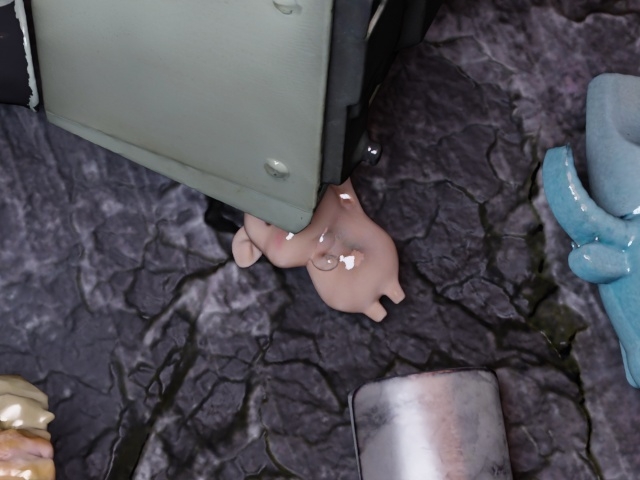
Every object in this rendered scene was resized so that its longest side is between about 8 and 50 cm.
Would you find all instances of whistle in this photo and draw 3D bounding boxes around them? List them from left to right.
[{"bbox_3d":[0.251,0.002,1.376,0.186,0.093,0.274,1,70,-29],"label":"whistle"}]

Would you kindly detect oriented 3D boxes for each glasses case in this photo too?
[{"bbox_3d":[0.094,0.244,1.314,0.114,0.060,0.299,-9,75,2],"label":"glasses case"}]

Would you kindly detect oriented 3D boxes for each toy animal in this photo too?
[{"bbox_3d":[0.000,0.002,1.376,0.150,0.089,0.083,41,56,12],"label":"toy animal"}]

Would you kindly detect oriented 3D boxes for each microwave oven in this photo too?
[{"bbox_3d":[-0.008,-0.257,1.291,0.247,0.333,0.394,22,60,8],"label":"microwave oven"}]

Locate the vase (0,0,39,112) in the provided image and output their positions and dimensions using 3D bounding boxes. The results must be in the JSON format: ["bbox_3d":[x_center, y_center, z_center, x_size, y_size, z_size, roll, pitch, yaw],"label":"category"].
[{"bbox_3d":[-0.396,-0.125,1.357,0.360,0.165,0.165,-10,75,-9],"label":"vase"}]

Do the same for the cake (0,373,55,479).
[{"bbox_3d":[-0.305,0.259,1.141,0.314,0.293,0.307,-2,34,-17],"label":"cake"}]
